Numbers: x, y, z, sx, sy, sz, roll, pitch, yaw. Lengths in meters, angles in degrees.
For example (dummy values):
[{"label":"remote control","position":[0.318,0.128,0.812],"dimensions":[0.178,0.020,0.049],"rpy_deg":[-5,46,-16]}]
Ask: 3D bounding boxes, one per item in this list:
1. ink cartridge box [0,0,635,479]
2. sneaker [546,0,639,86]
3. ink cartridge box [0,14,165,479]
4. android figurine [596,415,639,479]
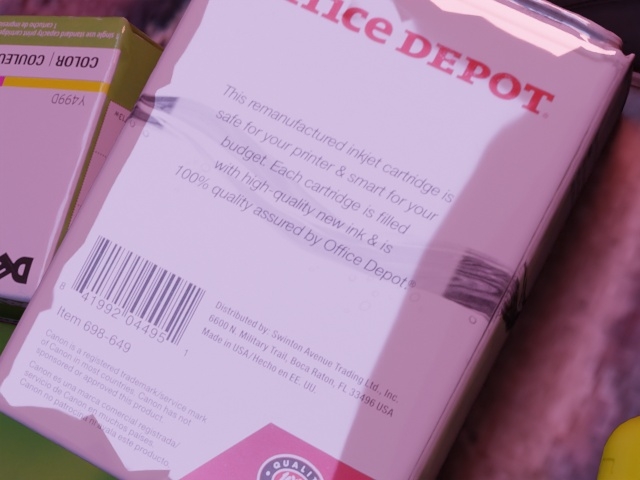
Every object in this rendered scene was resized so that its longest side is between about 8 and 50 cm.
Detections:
[{"label":"ink cartridge box","position":[0.000,0.000,0.494],"dimensions":[0.159,0.092,0.217],"rpy_deg":[27,88,14]},{"label":"sneaker","position":[0.104,-0.131,0.475],"dimensions":[0.296,0.147,0.104],"rpy_deg":[14,77,34]},{"label":"ink cartridge box","position":[-0.166,0.029,0.614],"dimensions":[0.189,0.097,0.255],"rpy_deg":[7,74,34]},{"label":"android figurine","position":[0.192,0.108,0.378],"dimensions":[0.248,0.056,0.272],"rpy_deg":[5,76,35]}]
